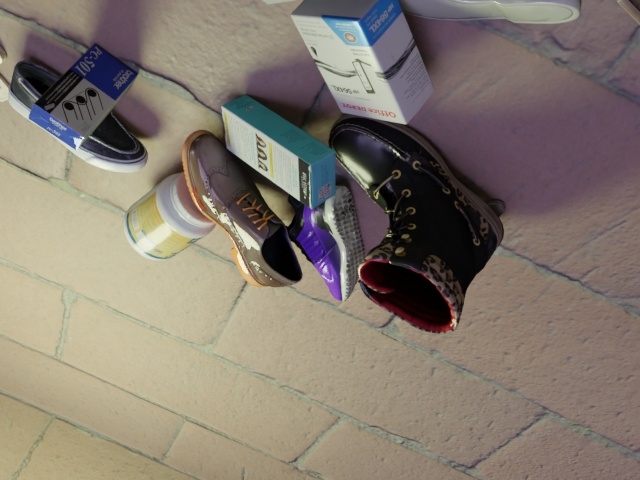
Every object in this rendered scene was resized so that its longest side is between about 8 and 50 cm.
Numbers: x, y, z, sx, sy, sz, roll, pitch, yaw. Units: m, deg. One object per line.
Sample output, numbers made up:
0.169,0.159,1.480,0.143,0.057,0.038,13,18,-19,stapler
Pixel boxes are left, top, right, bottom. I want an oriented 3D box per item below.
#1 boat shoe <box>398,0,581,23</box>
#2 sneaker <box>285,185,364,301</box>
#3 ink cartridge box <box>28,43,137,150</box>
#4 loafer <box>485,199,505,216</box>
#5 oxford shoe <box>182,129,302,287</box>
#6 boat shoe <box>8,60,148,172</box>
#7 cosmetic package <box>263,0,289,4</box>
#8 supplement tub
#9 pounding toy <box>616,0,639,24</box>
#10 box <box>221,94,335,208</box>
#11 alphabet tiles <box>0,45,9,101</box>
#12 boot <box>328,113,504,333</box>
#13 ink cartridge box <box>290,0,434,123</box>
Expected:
0.213,-0.377,0.993,0.320,0.116,0.098,12,92,21,boat shoe
0.000,-0.001,1.438,0.146,0.102,0.293,9,132,23,sneaker
-0.422,-0.262,1.249,0.097,0.207,0.046,35,136,-15,ink cartridge box
0.294,-0.036,1.320,0.125,0.039,0.045,-23,122,37,loafer
-0.140,-0.061,1.366,0.133,0.130,0.363,4,132,47,oxford shoe
-0.471,-0.247,1.366,0.301,0.108,0.102,34,137,-4,boat shoe
-0.080,-0.424,0.845,0.284,0.097,0.377,31,179,-30,cosmetic package
-0.306,-0.054,1.459,0.144,0.144,0.200,43,133,-21,supplement tub
0.469,-0.327,0.936,0.141,0.100,0.130,35,121,-18,pounding toy
-0.077,-0.163,1.237,0.244,0.060,0.100,37,146,32,box
-0.769,-0.380,1.403,0.284,0.021,0.278,-11,128,31,alphabet tiles
0.135,-0.036,1.185,0.377,0.284,0.138,41,133,-7,boot
0.068,-0.286,1.068,0.148,0.086,0.203,20,154,42,ink cartridge box
